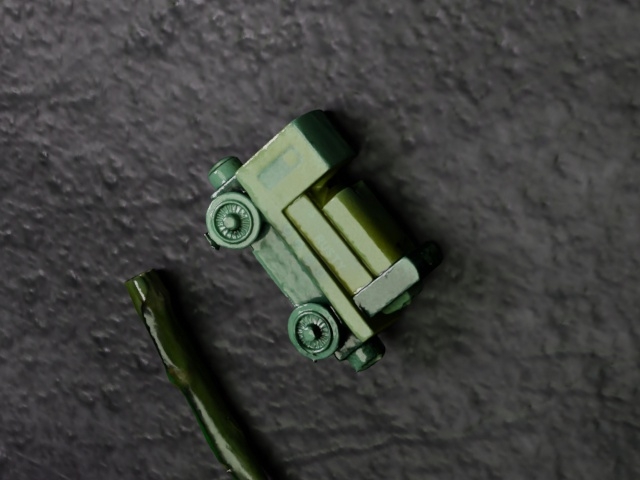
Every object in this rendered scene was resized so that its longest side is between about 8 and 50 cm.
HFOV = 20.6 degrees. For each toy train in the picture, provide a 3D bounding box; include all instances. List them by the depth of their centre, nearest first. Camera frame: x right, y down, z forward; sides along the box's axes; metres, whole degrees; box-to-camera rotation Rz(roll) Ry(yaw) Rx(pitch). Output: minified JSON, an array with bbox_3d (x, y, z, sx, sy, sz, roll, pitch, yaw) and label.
[{"bbox_3d":[0.000,0.000,0.829,0.081,0.050,0.122,-42,84,23],"label":"toy train"}]

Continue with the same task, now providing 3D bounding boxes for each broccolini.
[{"bbox_3d":[-0.034,0.130,0.888,0.071,0.057,0.254,-32,92,-9],"label":"broccolini"}]
